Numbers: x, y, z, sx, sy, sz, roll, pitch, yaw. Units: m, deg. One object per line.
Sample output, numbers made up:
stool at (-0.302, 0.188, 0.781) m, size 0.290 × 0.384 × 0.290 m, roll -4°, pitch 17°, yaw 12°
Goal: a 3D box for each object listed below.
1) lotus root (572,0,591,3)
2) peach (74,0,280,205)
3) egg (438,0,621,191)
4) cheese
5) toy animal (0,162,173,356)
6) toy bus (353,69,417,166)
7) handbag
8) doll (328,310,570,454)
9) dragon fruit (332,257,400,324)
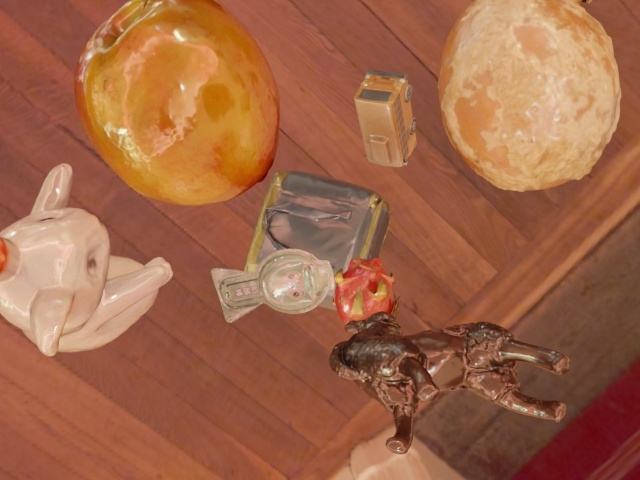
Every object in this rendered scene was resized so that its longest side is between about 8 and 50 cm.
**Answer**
lotus root at (0.326, -0.379, 1.195) m, size 0.152 × 0.063 × 0.072 m, roll 17°, pitch 114°, yaw 4°
peach at (-0.202, -0.201, 1.257) m, size 0.308 × 0.308 × 0.332 m, roll -38°, pitch 114°, yaw 4°
egg at (0.220, -0.166, 0.897) m, size 0.195 × 0.195 × 0.233 m, roll -13°, pitch 68°, yaw -6°
cheese at (-0.044, 0.043, 0.812) m, size 0.121 × 0.026 × 0.067 m, roll -12°, pitch 104°, yaw 15°
toy animal at (-0.216, 0.022, 0.709) m, size 0.140 × 0.282 × 0.138 m, roll 38°, pitch 76°, yaw 4°
toy bus at (0.128, -0.228, 1.616) m, size 0.091 × 0.103 × 0.182 m, roll 12°, pitch 144°, yaw 24°
handbag at (0.000, 0.000, 1.713) m, size 0.241 × 0.222 × 0.263 m, roll 17°, pitch 84°, yaw 13°
doll at (0.079, 0.087, 0.606) m, size 0.139 × 0.165 × 0.057 m, roll -10°, pitch 110°, yaw -14°
dragon fruit at (0.059, 0.083, 1.076) m, size 0.081 × 0.086 × 0.116 m, roll -15°, pitch 109°, yaw -48°
